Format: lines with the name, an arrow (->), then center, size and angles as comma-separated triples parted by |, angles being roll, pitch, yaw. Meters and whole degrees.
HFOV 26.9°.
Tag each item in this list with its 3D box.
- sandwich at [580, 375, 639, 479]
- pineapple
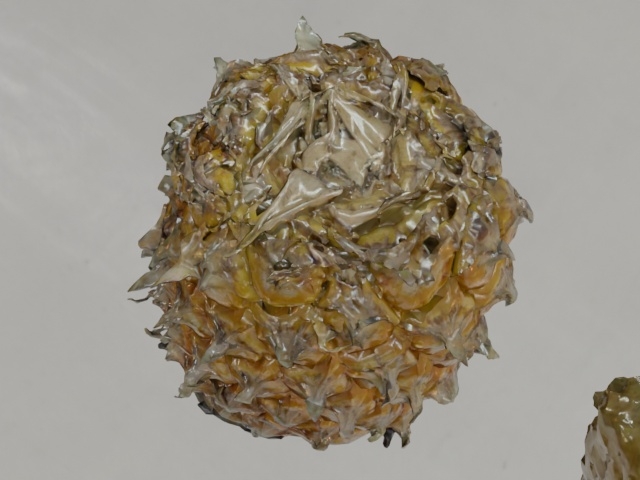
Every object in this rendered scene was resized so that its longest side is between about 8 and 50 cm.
sandwich -> 0.220, 0.154, 0.351 | 0.249, 0.095, 0.273 | -8, 55, 1
pineapple -> 0.002, -0.002, 1.139 | 0.352, 0.300, 0.352 | 1, 59, -2
